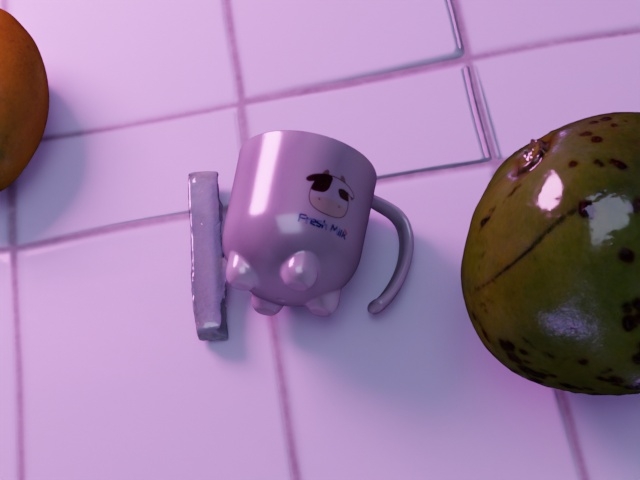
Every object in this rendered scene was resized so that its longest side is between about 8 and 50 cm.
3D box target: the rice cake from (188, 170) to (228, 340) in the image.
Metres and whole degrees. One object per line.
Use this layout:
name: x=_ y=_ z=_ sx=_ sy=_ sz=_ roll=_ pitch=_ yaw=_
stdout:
rice cake: x=-0.107 y=0.012 z=1.146 sx=0.042 sy=0.030 sz=0.180 roll=-5 pitch=63 yaw=-1

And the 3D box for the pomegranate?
pomegranate: x=0.248 y=0.022 z=1.002 sx=0.254 sy=0.270 sz=0.254 roll=-27 pitch=26 yaw=14

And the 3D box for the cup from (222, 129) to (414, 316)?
cup: x=-0.012 y=0.000 z=1.105 sx=0.134 sy=0.173 sz=0.142 roll=-10 pitch=58 yaw=36

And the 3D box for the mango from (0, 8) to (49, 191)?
mango: x=-0.354 y=-0.148 z=1.207 sx=0.152 sy=0.120 sz=0.221 roll=-22 pitch=69 yaw=-2
